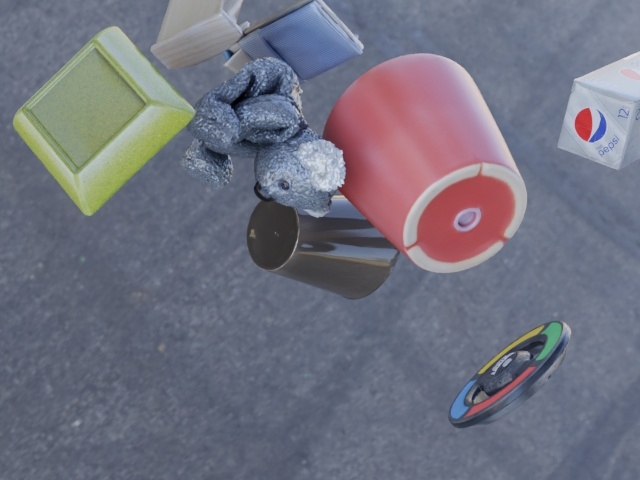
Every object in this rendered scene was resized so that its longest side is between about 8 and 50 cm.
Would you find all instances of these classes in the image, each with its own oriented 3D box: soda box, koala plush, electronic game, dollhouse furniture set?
[{"bbox_3d":[0.427,-0.184,1.479,0.091,0.098,0.286,26,34,31],"label":"soda box"},{"bbox_3d":[-0.055,-0.132,1.611,0.221,0.196,0.203,43,69,8],"label":"koala plush"},{"bbox_3d":[0.283,0.201,1.687,0.048,0.229,0.229,50,40,-3],"label":"electronic game"},{"bbox_3d":[-0.048,-0.293,1.671,0.303,0.286,0.198,43,42,-36],"label":"dollhouse furniture set"}]

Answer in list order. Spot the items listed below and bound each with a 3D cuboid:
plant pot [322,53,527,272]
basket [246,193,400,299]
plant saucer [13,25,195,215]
[{"bbox_3d":[0.166,-0.099,1.666,0.275,0.275,0.243,15,29,-35],"label":"plant pot"},{"bbox_3d":[0.000,0.000,1.887,0.227,0.204,0.154,8,32,-44],"label":"basket"},{"bbox_3d":[-0.282,-0.159,1.394,0.188,0.188,0.045,47,2,25],"label":"plant saucer"}]
